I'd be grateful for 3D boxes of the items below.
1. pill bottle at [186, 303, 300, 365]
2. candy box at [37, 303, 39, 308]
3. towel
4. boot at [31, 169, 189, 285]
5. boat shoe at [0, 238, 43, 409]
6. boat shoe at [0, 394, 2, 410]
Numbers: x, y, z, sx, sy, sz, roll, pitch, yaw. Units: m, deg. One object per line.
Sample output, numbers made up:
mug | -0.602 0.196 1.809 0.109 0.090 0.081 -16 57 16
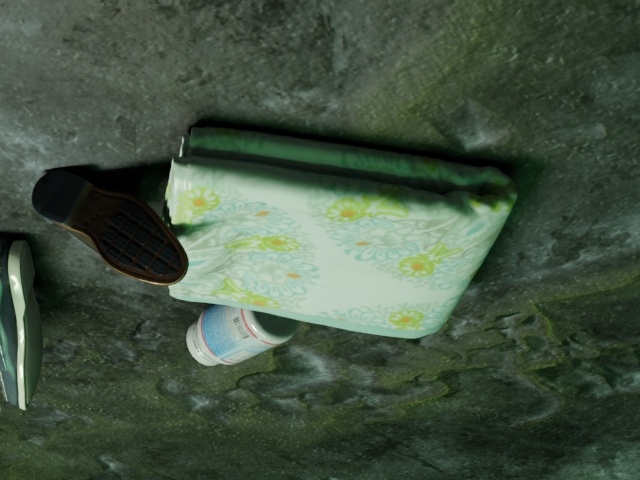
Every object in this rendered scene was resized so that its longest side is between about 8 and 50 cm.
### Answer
pill bottle | -0.104 0.111 1.863 0.087 0.087 0.160 22 149 -32
candy box | -0.559 0.108 1.922 0.316 0.087 0.183 18 152 -25
towel | 0.000 0.000 1.628 0.374 0.090 0.320 8 154 -7
boot | -0.214 -0.005 1.605 0.219 0.082 0.106 32 176 27
boat shoe | -0.402 0.108 1.818 0.079 0.095 0.254 3 129 1
boat shoe | -0.530 0.212 1.959 0.228 0.079 0.081 4 166 14
